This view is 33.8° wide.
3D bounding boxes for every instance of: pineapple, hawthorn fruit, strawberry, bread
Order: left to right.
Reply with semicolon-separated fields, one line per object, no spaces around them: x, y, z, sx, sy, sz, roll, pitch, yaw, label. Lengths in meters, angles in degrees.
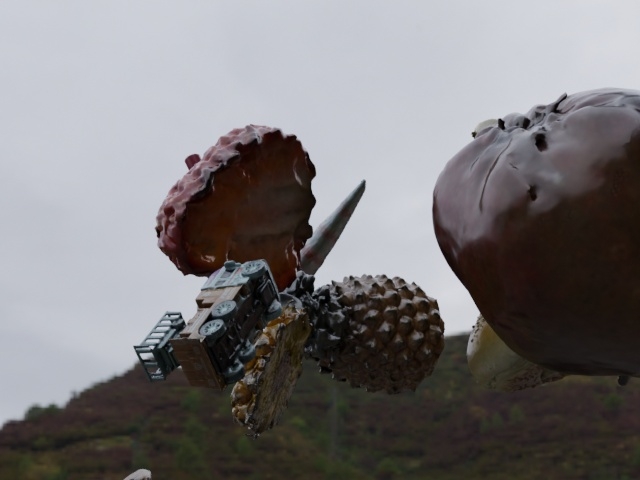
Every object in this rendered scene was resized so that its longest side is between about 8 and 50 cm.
-0.143;-0.043;1.585;0.149;0.265;0.336;7;14;31;strawberry
-0.071;0.184;1.516;0.047;0.221;0.221;20;-18;16;pineapple
0.028;0.142;1.765;0.357;0.223;0.223;15;-28;-38;pineapple
0.390;0.154;1.831;0.306;0.158;0.305;-14;-21;-5;bread
0.281;0.000;1.099;0.308;0.324;0.308;-26;-8;-4;hawthorn fruit

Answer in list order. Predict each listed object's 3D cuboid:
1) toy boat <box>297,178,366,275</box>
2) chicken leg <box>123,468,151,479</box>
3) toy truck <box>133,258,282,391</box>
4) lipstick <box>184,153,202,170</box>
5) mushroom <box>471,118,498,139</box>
0.000;0.000;1.999;0.096;0.282;0.206;37;1;14;toy boat
-0.224;0.575;1.748;0.295;0.409;0.182;-10;3;15;chicken leg
-0.128;0.098;1.274;0.115;0.177;0.080;-4;-59;29;toy truck
-0.186;-0.047;1.902;0.053;0.234;0.053;-26;5;3;lipstick
0.326;-0.073;1.921;0.095;0.123;0.351;19;-44;32;mushroom
